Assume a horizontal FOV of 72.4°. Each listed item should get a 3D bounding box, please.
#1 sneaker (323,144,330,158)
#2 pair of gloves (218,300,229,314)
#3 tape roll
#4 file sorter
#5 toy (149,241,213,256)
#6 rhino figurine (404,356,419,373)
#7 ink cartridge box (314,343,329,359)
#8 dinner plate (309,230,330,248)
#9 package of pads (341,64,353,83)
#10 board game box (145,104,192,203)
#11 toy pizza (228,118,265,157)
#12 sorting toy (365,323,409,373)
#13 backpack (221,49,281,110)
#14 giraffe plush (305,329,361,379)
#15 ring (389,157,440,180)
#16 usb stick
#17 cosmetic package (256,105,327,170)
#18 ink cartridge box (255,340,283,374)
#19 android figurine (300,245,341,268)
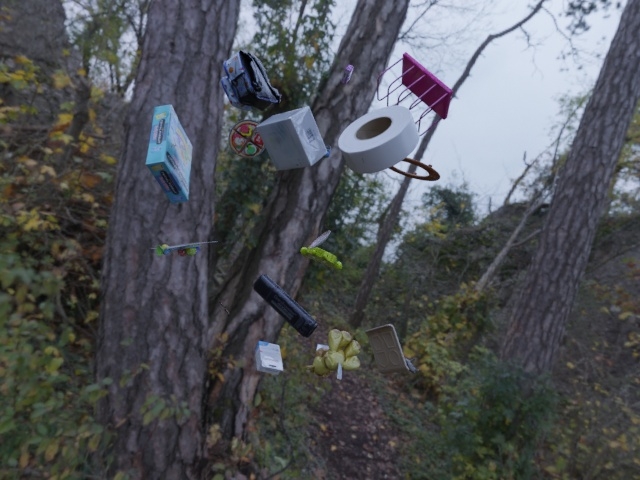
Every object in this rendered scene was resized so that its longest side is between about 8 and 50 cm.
[{"bbox_3d":[-0.030,-0.471,2.230,0.188,0.078,0.067,16,-11,24],"label":"sneaker"},{"bbox_3d":[-0.460,0.321,2.085,0.083,0.010,0.074,53,-15,-2],"label":"pair of gloves"},{"bbox_3d":[0.209,-0.369,1.592,0.286,0.286,0.100,13,-36,45],"label":"tape roll"},{"bbox_3d":[0.411,-0.642,1.961,0.290,0.182,0.202,49,-6,19],"label":"file sorter"},{"bbox_3d":[-0.556,0.039,1.793,0.137,0.056,0.237,-2,2,41],"label":"toy"},{"bbox_3d":[0.382,0.599,2.173,0.243,0.073,0.106,21,20,-4],"label":"rhino figurine"},{"bbox_3d":[0.023,0.662,2.466,0.109,0.062,0.209,10,11,4],"label":"ink cartridge box"},{"bbox_3d":[0.000,0.000,2.231,0.017,0.141,0.141,51,-12,-11],"label":"dinner plate"},{"bbox_3d":[0.135,-0.835,2.196,0.032,0.050,0.083,29,-36,3],"label":"package of pads"},{"bbox_3d":[-0.639,-0.370,1.881,0.079,0.336,0.253,-9,-33,3],"label":"board game box"},{"bbox_3d":[-0.368,-0.514,2.229,0.201,0.201,0.032,19,19,-29],"label":"toy pizza"},{"bbox_3d":[0.292,0.475,1.908,0.038,0.208,0.193,-15,-12,-34],"label":"sorting toy"},{"bbox_3d":[-0.353,-0.775,2.136,0.213,0.263,0.276,-18,0,19],"label":"backpack"},{"bbox_3d":[0.040,0.476,1.742,0.181,0.210,0.170,43,-48,-13],"label":"giraffe plush"},{"bbox_3d":[0.468,-0.389,2.300,0.337,0.032,0.336,21,-3,1],"label":"ring"},{"bbox_3d":[-0.128,0.227,1.540,0.278,0.077,0.045,40,13,18],"label":"usb stick"},{"bbox_3d":[-0.128,-0.445,1.935,0.225,0.138,0.224,1,-54,43],"label":"cosmetic package"},{"bbox_3d":[-0.236,0.545,1.990,0.104,0.061,0.181,18,19,-19],"label":"ink cartridge box"},{"bbox_3d":[0.007,0.096,2.448,0.248,0.056,0.273,23,-9,7],"label":"android figurine"}]
